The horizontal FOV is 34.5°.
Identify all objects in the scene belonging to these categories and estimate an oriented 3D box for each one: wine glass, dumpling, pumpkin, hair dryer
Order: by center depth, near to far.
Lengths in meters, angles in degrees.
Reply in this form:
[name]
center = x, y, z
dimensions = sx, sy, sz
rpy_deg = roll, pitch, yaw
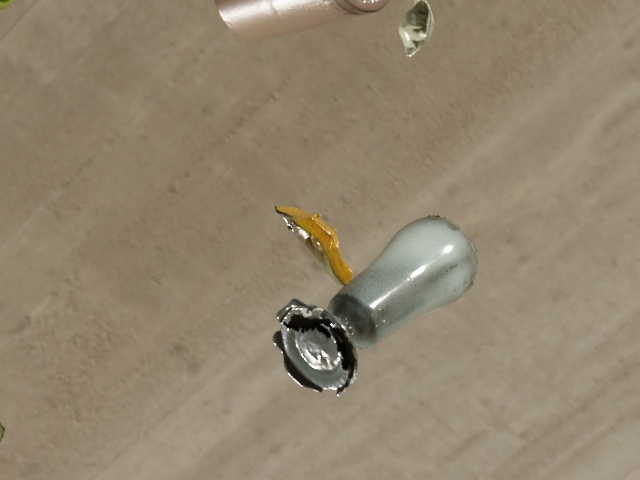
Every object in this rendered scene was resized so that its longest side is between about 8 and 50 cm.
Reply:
[hair dryer]
center = -0.015, -0.218, 0.622
dimensions = 0.117, 0.064, 0.182
rpy_deg = 0, -88, 47
[wine glass]
center = 0.041, 0.041, 0.718
dimensions = 0.072, 0.072, 0.155
rpy_deg = -16, -168, 46
[pumpkin]
center = 0.001, 0.001, 1.025
dimensions = 0.035, 0.101, 0.073
rpy_deg = -42, -164, -9
[dumpling]
center = 0.132, -0.286, 1.377
dimensions = 0.077, 0.043, 0.059
rpy_deg = -60, -161, -11

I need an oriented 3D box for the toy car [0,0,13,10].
[toy car]
center = -0.216, -0.268, 0.622
dimensions = 0.200, 0.142, 0.248
rpy_deg = -137, -114, -81

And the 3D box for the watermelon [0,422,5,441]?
[watermelon]
center = -0.345, 0.179, 0.932
dimensions = 0.105, 0.105, 0.062
rpy_deg = -46, -115, 5
